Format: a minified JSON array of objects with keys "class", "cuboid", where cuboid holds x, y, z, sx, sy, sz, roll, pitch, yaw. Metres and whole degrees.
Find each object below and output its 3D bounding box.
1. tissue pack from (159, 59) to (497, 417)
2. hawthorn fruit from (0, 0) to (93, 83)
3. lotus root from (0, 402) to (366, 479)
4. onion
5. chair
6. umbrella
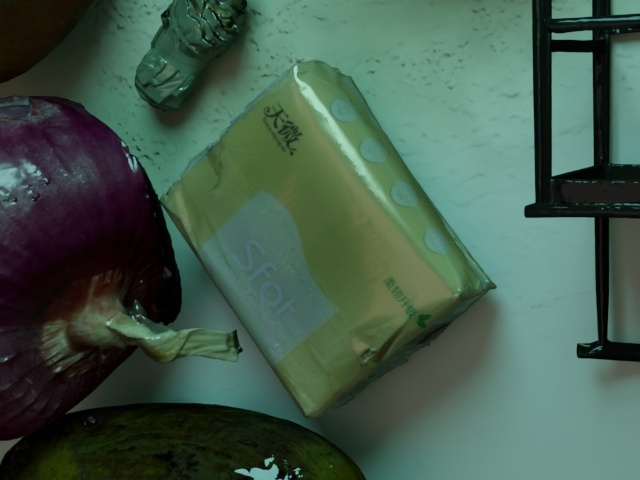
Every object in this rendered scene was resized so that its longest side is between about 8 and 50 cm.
[{"class":"tissue pack","cuboid":[0.000,0.000,1.000,0.186,0.090,0.222,-40,79,29]},{"class":"hawthorn fruit","cuboid":[-0.279,-0.219,1.070,0.210,0.210,0.262,41,135,17]},{"class":"lotus root","cuboid":[-0.113,0.230,1.061,0.397,0.179,0.196,-3,101,32]},{"class":"onion","cuboid":[-0.261,0.026,1.050,0.272,0.230,0.256,-2,114,58]},{"class":"chair","cuboid":[0.220,-0.035,0.839,0.154,0.141,0.260,2,98,31]},{"class":"umbrella","cuboid":[-0.101,-0.162,1.047,0.143,0.062,0.067,-45,45,36]}]
